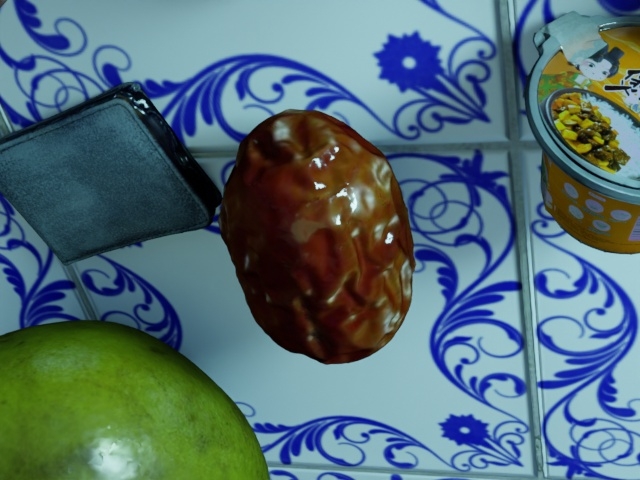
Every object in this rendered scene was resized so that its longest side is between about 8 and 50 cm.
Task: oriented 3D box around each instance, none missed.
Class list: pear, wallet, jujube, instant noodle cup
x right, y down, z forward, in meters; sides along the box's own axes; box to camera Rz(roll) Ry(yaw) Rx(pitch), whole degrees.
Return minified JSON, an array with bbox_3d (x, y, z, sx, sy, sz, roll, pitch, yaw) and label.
[{"bbox_3d":[-0.258,0.251,1.103,0.413,0.352,0.352,25,136,-33],"label":"pear"},{"bbox_3d":[-0.222,-0.059,1.009,0.222,0.036,0.167,-16,126,29],"label":"wallet"},{"bbox_3d":[0.000,0.000,0.910,0.174,0.174,0.250,-4,133,18],"label":"jujube"},{"bbox_3d":[0.244,-0.070,0.793,0.177,0.208,0.125,-15,147,-6],"label":"instant noodle cup"}]

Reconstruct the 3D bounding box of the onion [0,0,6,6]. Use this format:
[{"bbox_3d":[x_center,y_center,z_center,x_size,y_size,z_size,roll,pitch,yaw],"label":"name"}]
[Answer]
[{"bbox_3d":[-0.337,-0.268,0.643,0.353,0.354,0.354,8,133,8],"label":"onion"}]
